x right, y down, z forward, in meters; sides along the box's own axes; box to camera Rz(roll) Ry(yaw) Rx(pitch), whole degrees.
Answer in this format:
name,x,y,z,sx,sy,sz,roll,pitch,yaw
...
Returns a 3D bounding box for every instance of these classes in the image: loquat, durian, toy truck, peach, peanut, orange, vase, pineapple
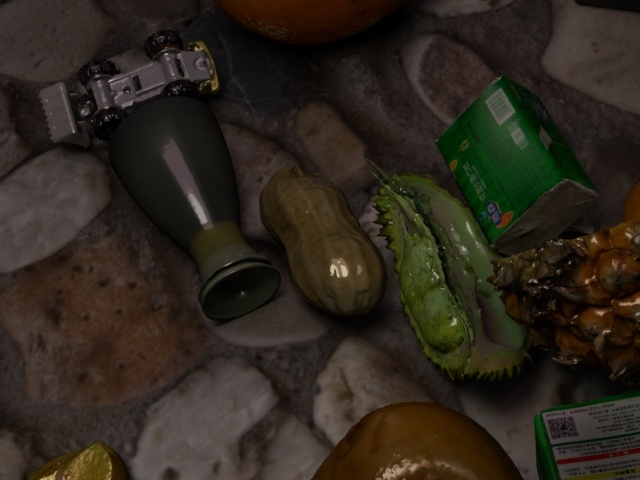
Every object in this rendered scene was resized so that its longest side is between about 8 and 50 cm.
name,x,y,z,sx,sy,sz,roll,pitch,yaw
loquat,0.114,0.322,1.191,0.284,0.276,0.276,36,67,14
durian,0.177,0.047,1.426,0.158,0.169,0.352,-19,51,-1
toy truck,-0.303,-0.234,1.786,0.285,0.111,0.136,-20,68,1
peach,-0.297,0.322,1.366,0.151,0.118,0.151,-24,14,7
peanut,0.000,0.000,1.533,0.130,0.130,0.290,-24,48,-5
orange,-0.018,-0.511,1.792,0.423,0.326,0.424,2,66,-3
vase,-0.173,-0.045,1.588,0.173,0.173,0.321,-27,57,-8
pineapple,0.321,0.097,1.267,0.286,0.344,0.209,-12,78,-36

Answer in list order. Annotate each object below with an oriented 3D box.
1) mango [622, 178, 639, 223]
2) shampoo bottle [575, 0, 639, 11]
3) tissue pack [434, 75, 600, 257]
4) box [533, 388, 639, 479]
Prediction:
name,x,y,z,sx,sy,sz,roll,pitch,yaw
mango,0.498,0.000,1.414,0.187,0.138,0.257,-33,48,15
shampoo bottle,0.529,-0.412,1.745,0.246,0.079,0.080,12,58,21
tissue pack,0.286,-0.092,1.536,0.148,0.156,0.209,-44,49,25
box,0.345,0.287,1.226,0.180,0.103,0.250,-10,37,5
